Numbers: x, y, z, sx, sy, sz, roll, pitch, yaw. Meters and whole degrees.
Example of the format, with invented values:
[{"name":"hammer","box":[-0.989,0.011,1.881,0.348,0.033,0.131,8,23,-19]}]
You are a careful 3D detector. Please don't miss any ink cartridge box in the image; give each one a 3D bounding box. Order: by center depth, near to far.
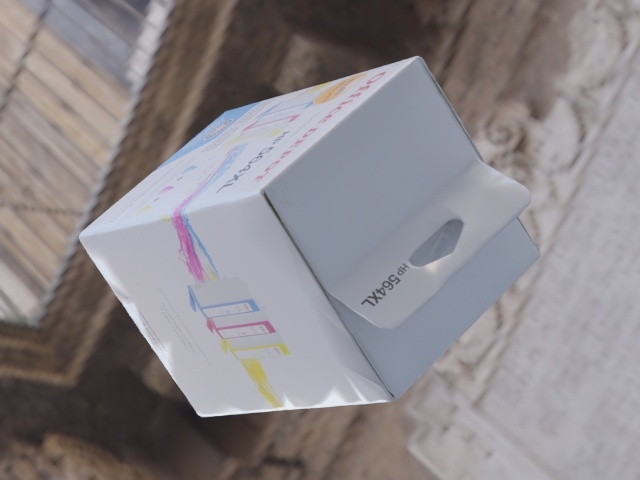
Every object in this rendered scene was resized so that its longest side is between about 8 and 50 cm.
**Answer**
[{"name":"ink cartridge box","box":[0.000,0.000,0.720,0.092,0.143,0.090,-43,-72,-33]}]
